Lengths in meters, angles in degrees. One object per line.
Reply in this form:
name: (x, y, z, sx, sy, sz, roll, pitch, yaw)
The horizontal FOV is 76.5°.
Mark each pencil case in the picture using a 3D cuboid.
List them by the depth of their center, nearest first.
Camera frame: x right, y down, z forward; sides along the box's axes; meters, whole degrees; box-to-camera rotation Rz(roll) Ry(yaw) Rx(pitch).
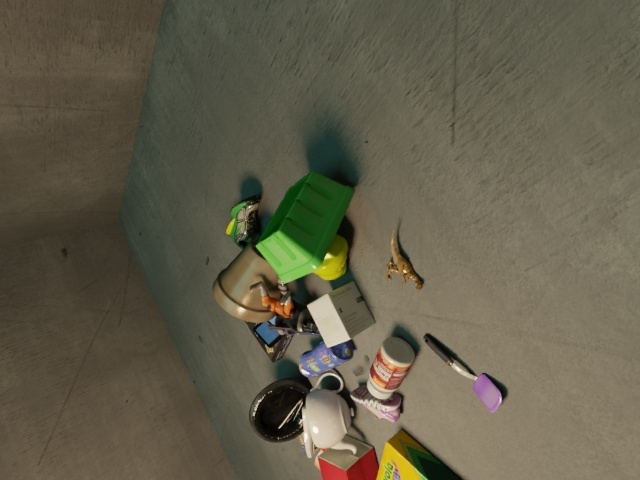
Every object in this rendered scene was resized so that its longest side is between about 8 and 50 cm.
pencil case: (0.016, 0.487, 1.719, 0.133, 0.119, 0.306, 37, 137, -7)

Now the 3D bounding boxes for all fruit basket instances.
fruit basket: (0.000, 0.000, 1.428, 0.282, 0.391, 0.393, -27, 84, 51)

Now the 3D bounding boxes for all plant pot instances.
plant pot: (-0.283, 0.154, 1.816, 0.323, 0.323, 0.281, 43, 117, 29)

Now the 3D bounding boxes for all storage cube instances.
storage cube: (0.129, 0.997, 1.750, 0.214, 0.183, 0.193, -7, 98, 50)

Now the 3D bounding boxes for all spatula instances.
spatula: (0.439, 0.403, 1.279, 0.296, 0.030, 0.084, 41, 131, 31)

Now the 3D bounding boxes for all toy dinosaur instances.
toy dinosaur: (0.261, 0.074, 1.340, 0.112, 0.064, 0.212, -34, 88, 31)

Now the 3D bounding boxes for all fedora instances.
fedora: (-0.187, 0.809, 1.994, 0.152, 0.333, 0.335, -144, 40, -80)

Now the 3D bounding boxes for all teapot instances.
teapot: (0.051, 0.747, 1.744, 0.253, 0.186, 0.256, -99, -8, -58)

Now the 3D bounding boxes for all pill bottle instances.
pill bottle: (0.245, 0.461, 1.451, 0.121, 0.121, 0.221, 40, 131, 31)

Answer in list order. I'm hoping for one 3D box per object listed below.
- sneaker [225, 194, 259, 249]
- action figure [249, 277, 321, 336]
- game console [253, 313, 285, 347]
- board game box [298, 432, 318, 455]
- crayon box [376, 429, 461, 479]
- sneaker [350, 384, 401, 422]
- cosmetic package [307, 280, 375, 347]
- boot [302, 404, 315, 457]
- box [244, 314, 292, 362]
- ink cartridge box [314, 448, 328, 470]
sneaker: (-0.339, -0.086, 1.909, 0.146, 0.134, 0.344, 49, 145, 14)
action figure: (-0.093, 0.291, 1.680, 0.340, 0.179, 0.330, 0, 144, 31)
game console: (-0.237, 0.404, 1.899, 0.144, 0.085, 0.124, 38, 129, 31)
board game box: (-0.051, 0.980, 2.037, 0.147, 0.045, 0.193, 62, 140, 23)
crayon box: (0.364, 0.959, 1.526, 0.313, 0.106, 0.363, 30, 126, 38)
sneaker: (0.218, 0.643, 1.585, 0.236, 0.095, 0.105, -1, 112, 48)
cosmetic package: (0.077, 0.280, 1.545, 0.151, 0.151, 0.184, -36, 78, 48)
boot: (-0.015, 0.894, 1.904, 0.095, 0.123, 0.259, -104, 9, -79)
box: (-0.261, 0.417, 2.049, 0.293, 0.073, 0.296, 47, 134, 24)
ink cartridge box: (0.043, 1.097, 1.997, 0.145, 0.045, 0.180, 35, 131, 34)
